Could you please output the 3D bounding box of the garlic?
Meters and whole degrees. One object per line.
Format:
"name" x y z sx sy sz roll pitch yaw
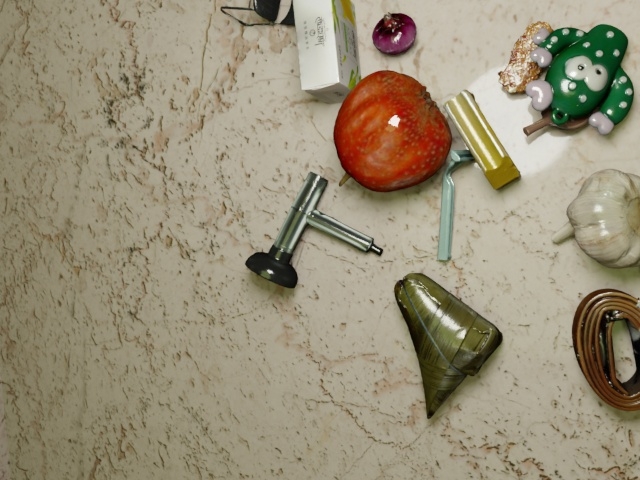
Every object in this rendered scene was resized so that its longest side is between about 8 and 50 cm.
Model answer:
"garlic" 0.610 -0.040 1.176 0.212 0.218 0.219 -18 85 60

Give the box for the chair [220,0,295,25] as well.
"chair" -0.134 -0.660 1.440 0.221 0.145 0.140 16 99 20

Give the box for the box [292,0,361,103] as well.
"box" 0.021 -0.500 1.358 0.111 0.194 0.261 -8 91 22

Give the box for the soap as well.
"soap" 0.384 -0.234 1.255 0.073 0.140 0.232 -32 81 24

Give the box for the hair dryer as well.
"hair dryer" -0.013 0.012 1.430 0.284 0.155 0.320 38 98 27

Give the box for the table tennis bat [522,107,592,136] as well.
"table tennis bat" 0.544 -0.262 1.259 0.169 0.119 0.107 -27 63 -6

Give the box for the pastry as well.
"pastry" 0.487 -0.422 1.247 0.087 0.063 0.169 33 108 15

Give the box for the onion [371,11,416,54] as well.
"onion" 0.185 -0.526 1.340 0.115 0.104 0.115 -14 52 18

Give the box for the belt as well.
"belt" 0.667 0.239 1.186 0.184 0.105 0.262 -5 90 21

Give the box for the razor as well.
"razor" 0.321 -0.087 1.327 0.056 0.111 0.278 18 108 32

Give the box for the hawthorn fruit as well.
"hawthorn fruit" 0.149 -0.237 1.301 0.330 0.287 0.287 -41 78 33

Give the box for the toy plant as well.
"toy plant" 0.572 -0.358 1.168 0.232 0.112 0.243 8 84 2

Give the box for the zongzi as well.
"zongzi" 0.260 0.265 1.340 0.286 0.138 0.300 37 107 19
